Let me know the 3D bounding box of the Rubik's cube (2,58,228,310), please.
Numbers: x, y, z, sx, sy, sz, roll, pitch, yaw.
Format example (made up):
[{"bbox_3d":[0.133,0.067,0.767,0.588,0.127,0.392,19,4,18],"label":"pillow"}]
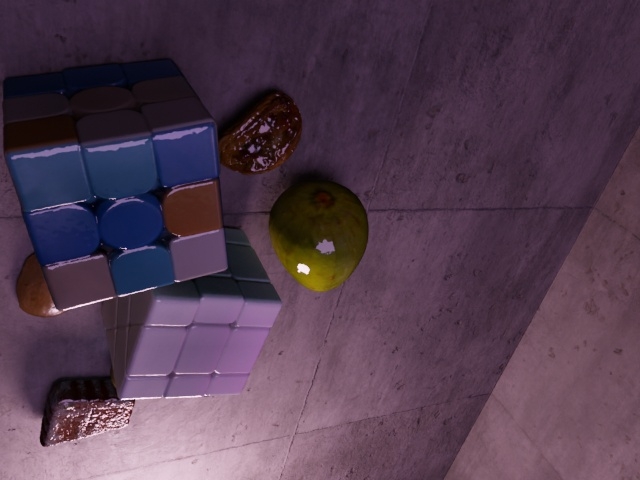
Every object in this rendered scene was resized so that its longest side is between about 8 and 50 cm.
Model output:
[{"bbox_3d":[-0.398,-0.126,1.155,0.344,0.347,0.346,-15,131,-20],"label":"Rubik's cube"}]

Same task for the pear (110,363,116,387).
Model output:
[{"bbox_3d":[-0.495,0.361,1.621,0.167,0.136,0.167,-13,125,-20],"label":"pear"}]

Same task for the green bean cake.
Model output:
[{"bbox_3d":[-0.656,0.482,1.653,0.233,0.097,0.198,4,121,-32],"label":"green bean cake"}]

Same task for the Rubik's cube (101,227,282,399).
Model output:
[{"bbox_3d":[-0.329,0.165,1.437,0.316,0.322,0.318,6,122,-34],"label":"Rubik's cube"}]

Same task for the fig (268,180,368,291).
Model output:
[{"bbox_3d":[0.000,0.000,1.545,0.258,0.258,0.326,-21,139,-13],"label":"fig"}]

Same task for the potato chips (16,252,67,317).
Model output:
[{"bbox_3d":[-0.648,0.116,1.409,0.150,0.049,0.201,14,123,-30],"label":"potato chips"}]

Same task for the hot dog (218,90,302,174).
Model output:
[{"bbox_3d":[-0.141,-0.247,1.377,0.227,0.099,0.160,-46,134,6],"label":"hot dog"}]
